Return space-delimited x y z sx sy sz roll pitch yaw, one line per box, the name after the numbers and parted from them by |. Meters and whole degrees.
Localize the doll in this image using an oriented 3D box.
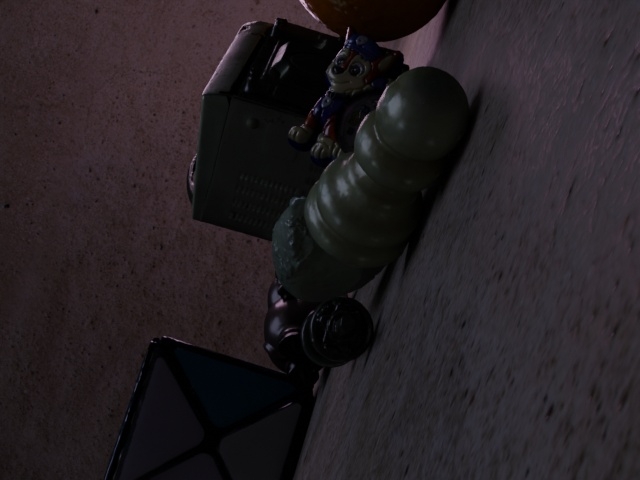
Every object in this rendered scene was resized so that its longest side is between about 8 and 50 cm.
-0.036 0.139 1.746 0.257 0.117 0.182 -78 -22 -67 | doll

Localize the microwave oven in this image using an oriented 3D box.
-0.029 -0.188 1.703 0.394 0.333 0.247 -78 3 -62 | microwave oven

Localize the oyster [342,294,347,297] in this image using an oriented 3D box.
0.041 0.101 1.683 0.083 0.038 0.081 -19 -38 -61 | oyster

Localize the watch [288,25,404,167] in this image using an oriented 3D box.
0.069 -0.133 1.355 0.196 0.171 0.200 -60 -11 -10 | watch

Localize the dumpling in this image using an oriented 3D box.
0.008 0.022 1.296 0.108 0.152 0.219 -60 -15 -27 | dumpling

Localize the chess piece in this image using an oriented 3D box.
0.077 -0.087 1.107 0.243 0.133 0.133 119 171 -51 | chess piece

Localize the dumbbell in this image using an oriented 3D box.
0.019 0.115 1.290 0.254 0.081 0.082 119 170 -78 | dumbbell

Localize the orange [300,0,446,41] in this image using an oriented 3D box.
0.094 -0.543 1.704 0.424 0.326 0.424 -160 90 -85 | orange

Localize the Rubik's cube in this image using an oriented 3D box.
-0.206 0.371 1.783 0.307 0.305 0.310 115 173 -64 | Rubik's cube
